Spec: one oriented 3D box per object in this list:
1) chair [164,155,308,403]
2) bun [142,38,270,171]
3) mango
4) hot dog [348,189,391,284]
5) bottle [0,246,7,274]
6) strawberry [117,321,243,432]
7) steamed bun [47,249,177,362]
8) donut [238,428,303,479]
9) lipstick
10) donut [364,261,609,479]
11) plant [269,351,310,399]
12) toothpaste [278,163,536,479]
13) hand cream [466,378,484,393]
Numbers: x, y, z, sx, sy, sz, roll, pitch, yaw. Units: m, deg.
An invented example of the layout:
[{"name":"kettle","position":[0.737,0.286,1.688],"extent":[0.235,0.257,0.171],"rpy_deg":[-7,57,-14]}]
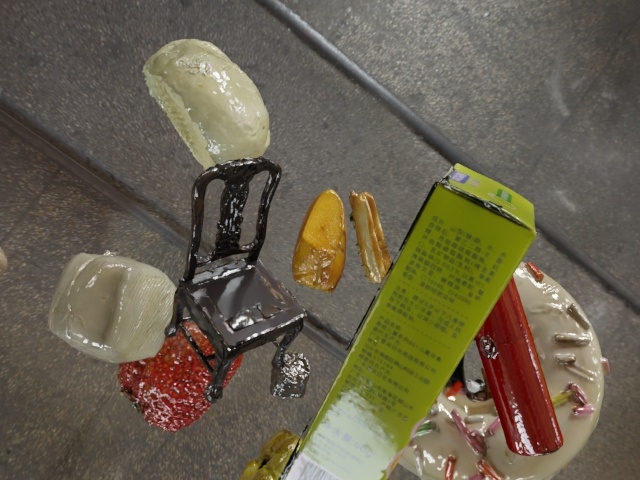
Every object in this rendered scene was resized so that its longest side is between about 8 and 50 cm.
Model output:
[{"name":"chair","position":[-0.078,0.042,0.571],"extent":[0.106,0.229,0.113],"rpy_deg":[-20,54,-40]},{"name":"bun","position":[-0.186,-0.237,0.980],"extent":[0.152,0.259,0.259],"rpy_deg":[-35,99,-14]},{"name":"mango","position":[0.000,0.000,1.896],"extent":[0.201,0.199,0.350],"rpy_deg":[8,89,-35]},{"name":"hot dog","position":[0.130,-0.009,1.488],"extent":[0.072,0.109,0.269],"rpy_deg":[-14,94,23]},{"name":"bottle","position":[-0.742,-0.002,1.184],"extent":[0.097,0.110,0.209],"rpy_deg":[-31,70,-28]},{"name":"strawberry","position":[-0.394,0.372,1.604],"extent":[0.351,0.267,0.312],"rpy_deg":[-31,117,17]},{"name":"steamed bun","position":[-0.511,0.157,1.343],"extent":[0.236,0.383,0.247],"rpy_deg":[17,79,7]},{"name":"donut","position":[-0.103,0.569,1.349],"extent":[0.128,0.261,0.208],"rpy_deg":[44,76,0]},{"name":"lipstick","position":[0.229,0.126,0.694],"extent":[0.073,0.073,0.280],"rpy_deg":[-17,90,-11]},{"name":"donut","position":[0.232,0.185,0.838],"extent":[0.382,0.142,0.383],"rpy_deg":[-3,70,8]},{"name":"plant","position":[-0.108,0.475,1.929],"extent":[0.129,0.194,0.132],"rpy_deg":[11,51,-8]},{"name":"toothpaste","position":[0.063,0.100,0.467],"extent":[0.077,0.110,0.327],"rpy_deg":[29,111,12]},{"name":"hand cream","position":[0.439,0.398,1.421],"extent":[0.084,0.050,0.257],"rpy_deg":[-51,132,5]}]
